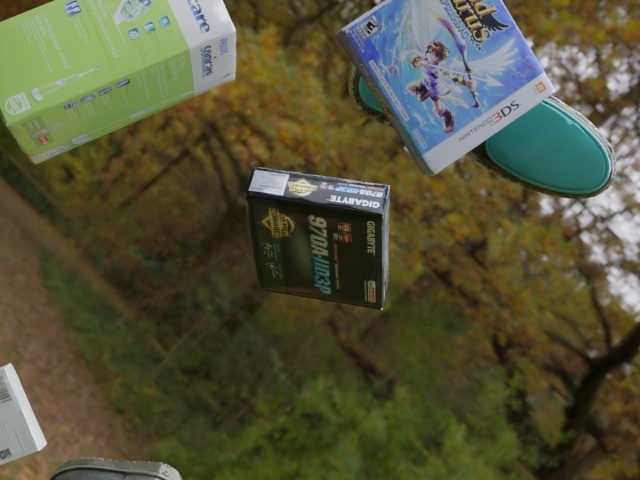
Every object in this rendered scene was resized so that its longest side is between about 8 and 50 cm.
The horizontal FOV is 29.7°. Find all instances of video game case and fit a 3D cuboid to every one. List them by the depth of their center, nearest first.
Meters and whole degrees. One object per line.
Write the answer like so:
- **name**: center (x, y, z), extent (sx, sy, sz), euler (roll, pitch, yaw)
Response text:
- **video game case**: center (0.198, -0.278, 1.892), extent (0.269, 0.244, 0.061), euler (57, -9, -10)

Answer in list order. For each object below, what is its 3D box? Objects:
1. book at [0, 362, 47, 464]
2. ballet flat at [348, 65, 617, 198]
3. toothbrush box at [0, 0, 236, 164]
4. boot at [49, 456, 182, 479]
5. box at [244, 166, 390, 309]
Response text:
- **book**: center (-0.375, 0.199, 1.280), extent (0.035, 0.144, 0.096), euler (-42, 111, -77)
- **ballet flat**: center (0.281, -0.210, 2.108), extent (0.483, 0.164, 0.182), euler (21, 7, 5)
- **toothbrush box**: center (-0.252, -0.217, 1.451), extent (0.206, 0.283, 0.122), euler (114, -47, -81)
- **boot**: center (-0.255, 0.334, 1.303), extent (0.190, 0.208, 0.076), euler (-11, -51, 30)
- **box**: center (0.000, 0.000, 1.556), extent (0.175, 0.051, 0.220), euler (9, -34, 8)
